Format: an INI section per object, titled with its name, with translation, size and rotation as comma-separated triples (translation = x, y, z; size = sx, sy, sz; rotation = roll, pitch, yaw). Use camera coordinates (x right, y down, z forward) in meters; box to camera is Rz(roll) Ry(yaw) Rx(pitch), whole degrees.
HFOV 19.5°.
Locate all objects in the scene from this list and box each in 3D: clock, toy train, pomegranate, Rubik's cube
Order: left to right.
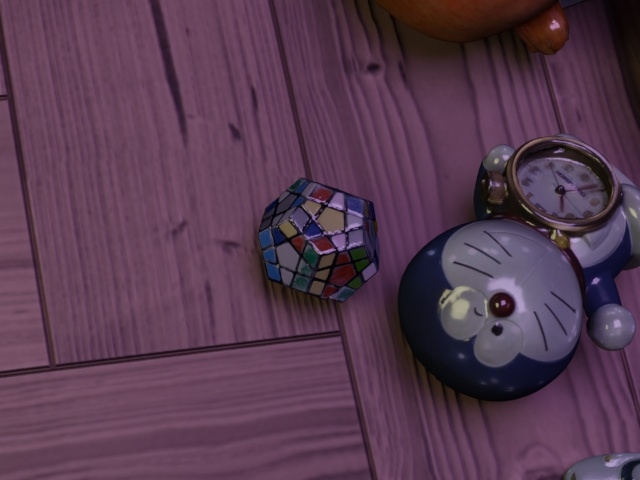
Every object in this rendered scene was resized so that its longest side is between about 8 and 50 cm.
[Rubik's cube]
translation = 0.000, 0.000, 1.578
size = 0.093, 0.111, 0.111
rotation = 45, 62, -19
[pomegranate]
translation = 0.146, -0.288, 1.672
size = 0.270, 0.229, 0.252
rotation = 51, 53, -16
[clock]
translation = 0.177, 0.032, 1.581
size = 0.199, 0.146, 0.243
rotation = 42, 60, 12
[toy train]
translation = 0.325, 0.205, 1.593
size = 0.233, 0.051, 0.052
rotation = 4, 62, -12

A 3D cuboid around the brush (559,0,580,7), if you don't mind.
[brush]
translation = 0.270, -0.257, 1.793
size = 0.178, 0.030, 0.033
rotation = -21, 64, -21
